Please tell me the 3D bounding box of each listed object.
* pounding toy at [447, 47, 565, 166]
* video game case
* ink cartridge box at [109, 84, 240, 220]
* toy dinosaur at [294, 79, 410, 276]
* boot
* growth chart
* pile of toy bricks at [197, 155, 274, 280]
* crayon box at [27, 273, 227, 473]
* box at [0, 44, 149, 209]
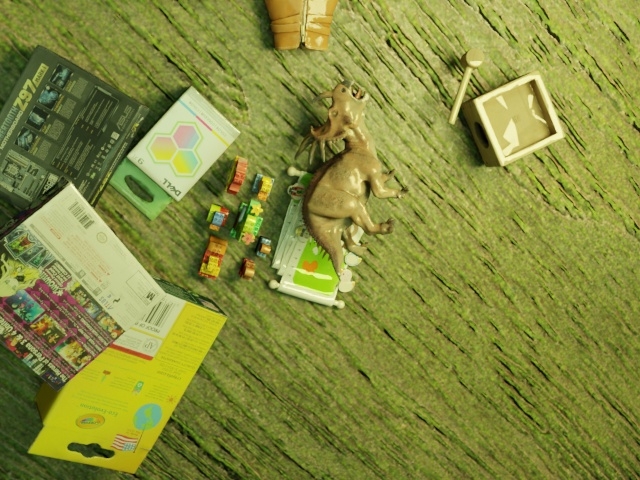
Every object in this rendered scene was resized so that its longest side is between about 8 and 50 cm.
[{"bbox_3d":[0.297,-0.238,1.262,0.181,0.094,0.206,-25,97,-3],"label":"pounding toy"},{"bbox_3d":[-0.363,0.065,0.994,0.210,0.042,0.232,-43,126,-15],"label":"video game case"},{"bbox_3d":[-0.241,-0.138,1.154,0.109,0.062,0.209,43,89,-19],"label":"ink cartridge box"},{"bbox_3d":[0.028,-0.091,1.175,0.200,0.127,0.296,27,75,-15],"label":"toy dinosaur"},{"bbox_3d":[0.008,-0.388,1.165,0.197,0.073,0.153,-4,101,-1],"label":"boot"},{"bbox_3d":[0.000,0.000,1.267,0.171,0.021,0.237,9,99,-17],"label":"growth chart"},{"bbox_3d":[-0.127,-0.024,1.184,0.118,0.105,0.212,17,97,-17],"label":"pile of toy bricks"},{"bbox_3d":[-0.321,0.213,1.166,0.202,0.081,0.319,29,92,-38],"label":"crayon box"},{"bbox_3d":[-0.400,-0.151,1.090,0.183,0.059,0.233,30,92,-2],"label":"box"}]
